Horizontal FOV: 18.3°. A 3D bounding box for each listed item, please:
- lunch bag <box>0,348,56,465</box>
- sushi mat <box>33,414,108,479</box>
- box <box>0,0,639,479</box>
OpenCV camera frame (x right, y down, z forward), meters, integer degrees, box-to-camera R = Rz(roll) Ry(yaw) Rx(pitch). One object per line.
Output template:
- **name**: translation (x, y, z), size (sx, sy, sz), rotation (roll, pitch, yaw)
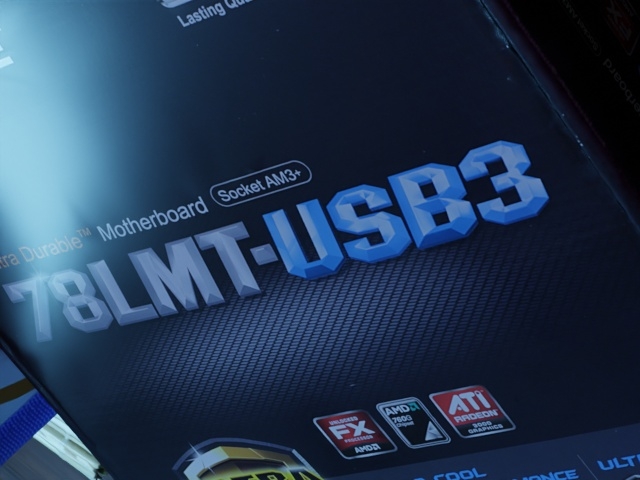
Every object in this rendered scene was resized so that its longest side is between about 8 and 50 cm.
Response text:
- **lunch bag**: translation (-0.321, 0.023, 0.841), size (0.239, 0.385, 0.328), rotation (9, 133, 38)
- **sushi mat**: translation (-0.240, 0.018, 1.105), size (0.316, 0.019, 0.151), rotation (31, 145, 13)
- **box**: translation (0.000, 0.000, 0.679), size (0.295, 0.073, 0.293), rotation (-14, 124, 41)
